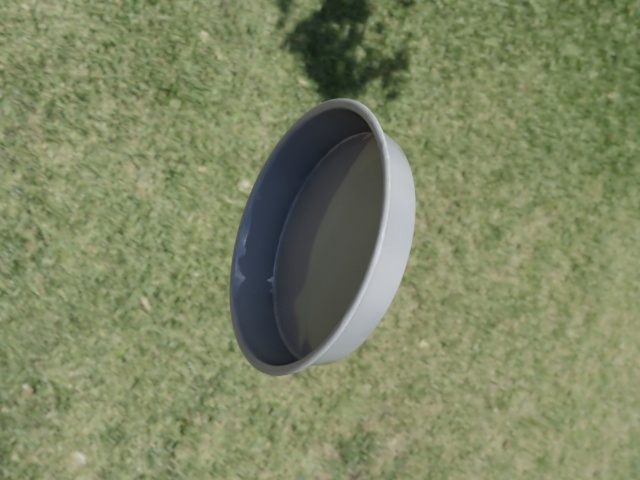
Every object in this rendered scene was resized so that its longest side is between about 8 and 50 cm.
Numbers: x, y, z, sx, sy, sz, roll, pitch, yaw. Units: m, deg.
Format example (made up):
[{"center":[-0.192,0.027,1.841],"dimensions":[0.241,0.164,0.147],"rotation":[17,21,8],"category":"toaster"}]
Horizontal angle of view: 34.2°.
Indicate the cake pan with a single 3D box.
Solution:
[{"center":[0.000,0.000,1.076],"dimensions":[0.054,0.293,0.293],"rotation":[17,97,-30],"category":"cake pan"}]
